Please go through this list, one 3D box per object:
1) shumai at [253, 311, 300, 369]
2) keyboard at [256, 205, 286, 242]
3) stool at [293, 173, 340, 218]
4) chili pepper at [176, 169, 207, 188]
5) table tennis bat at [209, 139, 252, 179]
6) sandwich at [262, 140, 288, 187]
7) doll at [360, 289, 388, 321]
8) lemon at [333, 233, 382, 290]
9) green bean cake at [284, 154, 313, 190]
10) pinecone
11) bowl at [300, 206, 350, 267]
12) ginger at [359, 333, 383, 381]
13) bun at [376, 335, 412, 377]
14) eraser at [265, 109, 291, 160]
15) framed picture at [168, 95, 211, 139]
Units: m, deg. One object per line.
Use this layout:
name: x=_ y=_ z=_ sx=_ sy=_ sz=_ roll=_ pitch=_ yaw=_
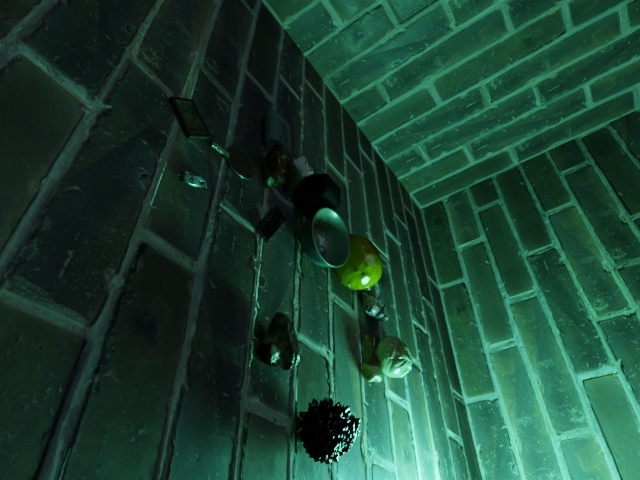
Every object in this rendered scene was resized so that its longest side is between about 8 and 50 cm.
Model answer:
shumai: x=-0.155 y=0.361 z=1.495 sx=0.152 sy=0.161 sz=0.210 roll=-22 pitch=121 yaw=-37
keyboard: x=-0.212 y=-0.077 z=1.893 sx=0.087 sy=0.017 sz=0.250 roll=58 pitch=27 yaw=-16
stool: x=-0.015 y=-0.213 z=2.164 sx=0.141 sy=0.232 sz=0.232 roll=44 pitch=32 yaw=-40
chili pepper: x=-0.448 y=-0.214 z=1.543 sx=0.153 sy=0.041 sz=0.050 roll=21 pitch=92 yaw=-56
table tennis bat: x=-0.371 y=-0.345 z=1.835 sx=0.246 sy=0.022 sz=0.138 roll=36 pitch=37 yaw=-49
sandwich: x=-0.194 y=-0.344 z=2.010 sx=0.109 sy=0.160 sz=0.185 roll=21 pitch=39 yaw=-30
doll: x=0.291 y=0.363 z=2.364 sx=0.192 sy=0.095 sz=0.149 roll=45 pitch=25 yaw=-31
lemon: x=0.184 y=0.112 z=2.208 sx=0.284 sy=0.260 sz=0.260 roll=58 pitch=26 yaw=-8
green bean cake: x=-0.118 y=-0.327 z=2.106 sx=0.085 sy=0.179 sz=0.109 roll=-31 pitch=89 yaw=-30
pinecone: x=0.022 y=0.639 z=1.490 sx=0.221 sy=0.221 sz=0.222 roll=43 pitch=33 yaw=-37
bowl: x=0.000 y=0.000 z=2.050 sx=0.289 sy=0.146 sz=0.289 roll=24 pitch=58 yaw=-46
ginger: x=0.251 y=0.564 z=2.128 sx=0.131 sy=0.086 sz=0.295 roll=32 pitch=30 yaw=-13
bun: x=0.396 y=0.609 z=2.291 sx=0.229 sy=0.145 sz=0.229 roll=40 pitch=38 yaw=-42
eraser: x=-0.216 y=-0.534 z=2.224 sx=0.174 sy=0.081 sz=0.227 roll=38 pitch=36 yaw=-44
framed picture: x=-0.504 y=-0.471 z=1.687 sx=0.169 sy=0.023 sz=0.128 roll=64 pitch=25 yaw=0
